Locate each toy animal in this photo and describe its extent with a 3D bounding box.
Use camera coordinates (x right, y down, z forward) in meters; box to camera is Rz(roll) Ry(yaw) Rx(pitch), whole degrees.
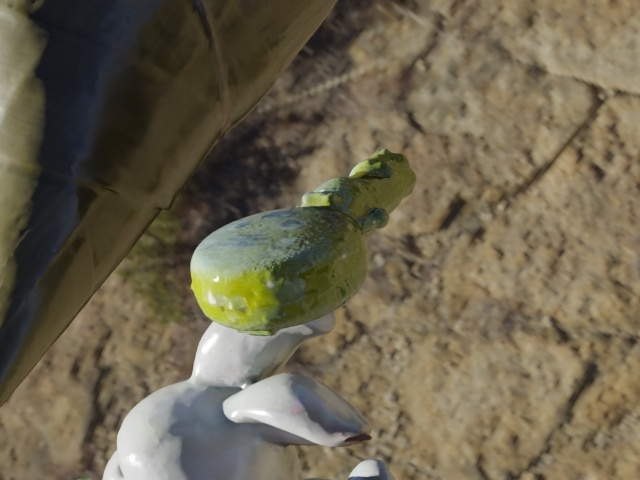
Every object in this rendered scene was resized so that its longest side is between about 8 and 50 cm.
[{"bbox_3d":[-0.050,0.205,1.148,0.247,0.310,0.183,-26,34,3],"label":"toy animal"}]

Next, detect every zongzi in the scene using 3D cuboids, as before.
[{"bbox_3d":[-0.158,-0.115,0.698,0.300,0.274,0.145,-54,17,-28],"label":"zongzi"}]

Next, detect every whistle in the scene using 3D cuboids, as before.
[{"bbox_3d":[0.000,0.000,0.927,0.104,0.198,0.057,2,113,32],"label":"whistle"}]
